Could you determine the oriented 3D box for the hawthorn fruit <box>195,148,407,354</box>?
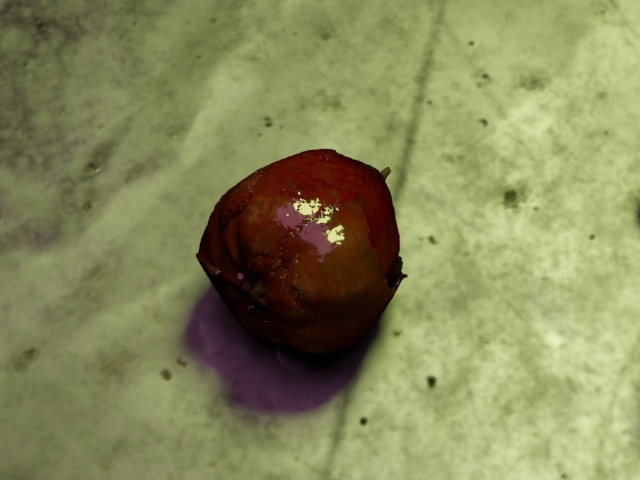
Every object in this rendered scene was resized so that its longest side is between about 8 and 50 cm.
[{"bbox_3d":[0.000,0.000,1.321,0.148,0.148,0.172,35,52,19],"label":"hawthorn fruit"}]
